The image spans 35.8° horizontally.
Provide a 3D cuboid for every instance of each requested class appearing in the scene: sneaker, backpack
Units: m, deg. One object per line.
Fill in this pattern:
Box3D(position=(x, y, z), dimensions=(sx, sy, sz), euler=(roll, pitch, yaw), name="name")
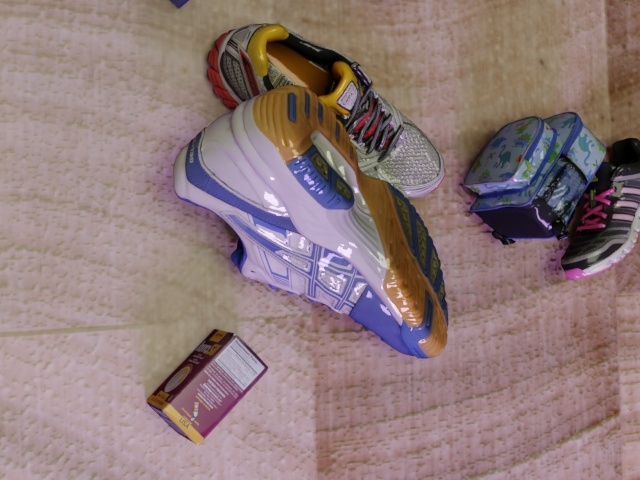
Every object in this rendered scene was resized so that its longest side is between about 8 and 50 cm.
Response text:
Box3D(position=(0.000, 0.000, 0.820), dimensions=(0.296, 0.131, 0.112), euler=(51, 31, -33), name="sneaker")
Box3D(position=(0.014, -0.101, 0.822), dimensions=(0.225, 0.093, 0.088), euler=(29, 77, -22), name="sneaker")
Box3D(position=(0.274, -0.036, 0.953), dimensions=(0.170, 0.063, 0.075), euler=(-47, 107, -23), name="sneaker")
Box3D(position=(0.195, -0.064, 0.894), dimensions=(0.084, 0.105, 0.114), euler=(44, 71, -17), name="backpack")

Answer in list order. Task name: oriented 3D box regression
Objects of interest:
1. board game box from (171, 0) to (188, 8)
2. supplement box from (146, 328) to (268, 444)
Box3D(position=(-0.160, -0.388, 0.760), dimensions=(0.347, 0.078, 0.233), euler=(41, 74, -17), name="board game box")
Box3D(position=(-0.091, 0.116, 0.792), dimensions=(0.083, 0.055, 0.043), euler=(-47, 106, -18), name="supplement box")
